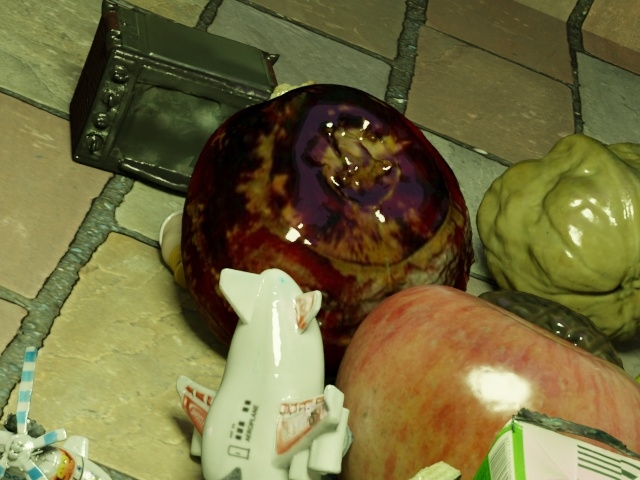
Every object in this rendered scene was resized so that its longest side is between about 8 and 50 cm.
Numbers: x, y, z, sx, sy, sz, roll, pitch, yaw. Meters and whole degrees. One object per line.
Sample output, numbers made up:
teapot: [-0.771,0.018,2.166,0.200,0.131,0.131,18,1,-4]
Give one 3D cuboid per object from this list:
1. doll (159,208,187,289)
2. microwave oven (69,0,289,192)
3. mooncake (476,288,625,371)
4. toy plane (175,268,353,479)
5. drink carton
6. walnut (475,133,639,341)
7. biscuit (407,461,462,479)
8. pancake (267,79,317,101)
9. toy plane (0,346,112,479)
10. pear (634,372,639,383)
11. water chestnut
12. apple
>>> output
doll: [-0.149,-0.005,2.156,0.073,0.084,0.127,16,33,-21]
microwave oven: [-0.187,-0.175,2.369,0.247,0.178,0.188,16,22,-16]
mooncake: [0.246,0.155,2.133,0.228,0.124,0.228,20,25,-10]
toy plane: [-0.055,0.152,1.737,0.118,0.252,0.252,9,27,-37]
drink carton: [0.185,0.295,1.596,0.161,0.271,0.108,20,28,-11]
walnut: [0.359,-0.005,2.417,0.253,0.282,0.277,55,-2,-32]
biscuit: [0.052,0.287,1.580,0.040,0.199,0.121,32,25,22]
pancake: [-0.010,-0.066,2.280,0.244,0.057,0.266,-27,97,-51]
toy plane: [-0.317,0.189,1.632,0.273,0.107,0.182,-1,66,7]
pear: [0.429,0.237,1.976,0.253,0.253,0.307,28,8,11]
water chestnut: [0.000,0.000,2.070,0.350,0.302,0.350,10,62,-20]
apple: [0.166,0.210,1.798,0.344,0.269,0.345,25,3,-1]
